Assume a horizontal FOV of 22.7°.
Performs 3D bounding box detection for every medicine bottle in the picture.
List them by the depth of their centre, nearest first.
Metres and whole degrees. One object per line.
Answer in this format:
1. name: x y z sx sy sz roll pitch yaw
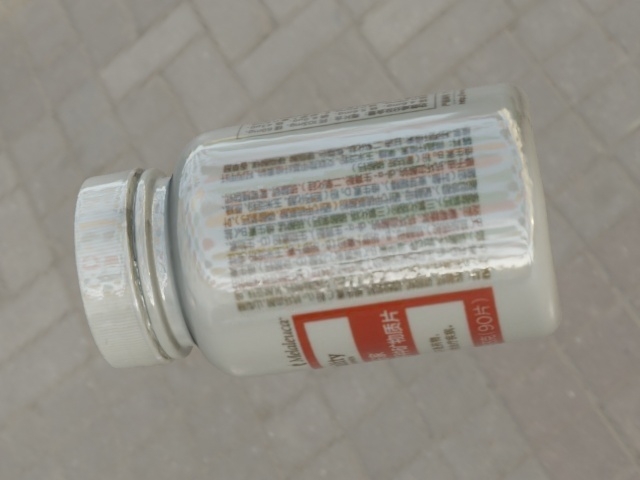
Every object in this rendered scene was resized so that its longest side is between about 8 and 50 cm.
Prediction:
1. medicine bottle: 0.000 0.000 0.492 0.140 0.079 0.079 -9 56 8
